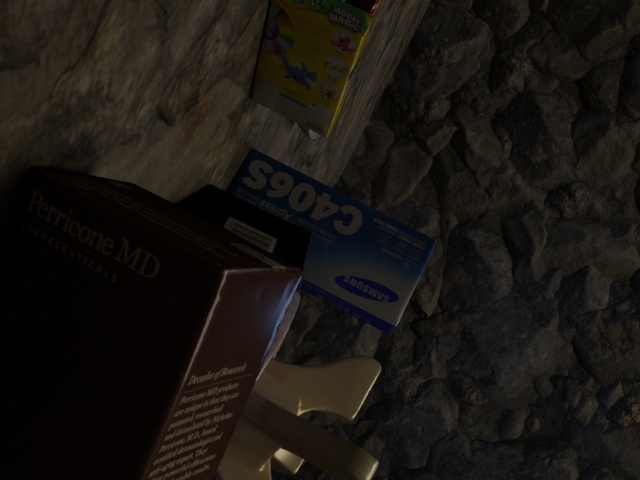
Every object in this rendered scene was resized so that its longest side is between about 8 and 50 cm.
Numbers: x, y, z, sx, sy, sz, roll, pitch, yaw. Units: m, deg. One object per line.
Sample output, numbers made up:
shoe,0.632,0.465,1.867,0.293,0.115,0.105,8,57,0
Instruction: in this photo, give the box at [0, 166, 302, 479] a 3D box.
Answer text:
box,-0.186,0.155,0.613,0.382,0.191,0.143,-67,159,5

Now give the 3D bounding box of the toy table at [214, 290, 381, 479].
toy table,-0.062,0.193,0.780,0.274,0.161,0.252,-54,-169,-13

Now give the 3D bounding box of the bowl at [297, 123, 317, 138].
bowl,-0.008,-0.277,1.490,0.142,0.053,0.142,-62,177,1

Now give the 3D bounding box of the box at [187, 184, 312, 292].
box,-0.153,0.120,1.032,0.294,0.182,0.296,-63,-176,18

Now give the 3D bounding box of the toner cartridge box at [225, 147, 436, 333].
toner cartridge box,0.000,0.000,1.264,0.165,0.347,0.075,-62,175,-17

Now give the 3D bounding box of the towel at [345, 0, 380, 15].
towel,0.040,-0.365,1.256,0.275,0.031,0.199,-63,-160,18

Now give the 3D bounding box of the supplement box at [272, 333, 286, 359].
supplement box,-0.157,0.153,1.416,0.081,0.188,0.104,-63,177,-15

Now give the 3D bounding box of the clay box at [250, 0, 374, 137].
clay box,-0.013,-0.250,1.012,0.053,0.127,0.222,-61,177,-37
